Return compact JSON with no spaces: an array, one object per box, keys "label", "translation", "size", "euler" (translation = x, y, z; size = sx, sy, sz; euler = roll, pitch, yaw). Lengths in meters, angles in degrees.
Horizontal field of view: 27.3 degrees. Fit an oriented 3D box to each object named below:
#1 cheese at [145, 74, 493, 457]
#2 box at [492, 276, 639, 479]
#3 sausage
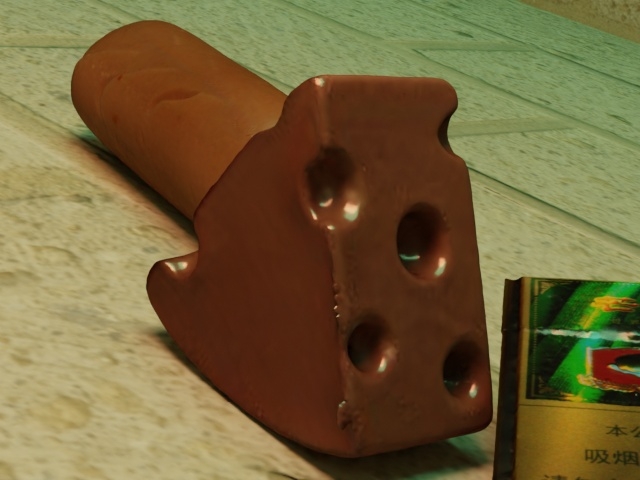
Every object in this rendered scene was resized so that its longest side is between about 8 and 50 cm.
[{"label":"cheese","translation":[-0.013,0.019,0.768],"size":[0.128,0.203,0.177],"euler":[-7,0,-44]},{"label":"box","translation":[0.174,0.100,0.696],"size":[0.159,0.071,0.240],"euler":[0,25,9]},{"label":"sausage","translation":[-0.096,-0.089,1.042],"size":[0.121,0.121,0.304],"euler":[0,24,-36]}]
